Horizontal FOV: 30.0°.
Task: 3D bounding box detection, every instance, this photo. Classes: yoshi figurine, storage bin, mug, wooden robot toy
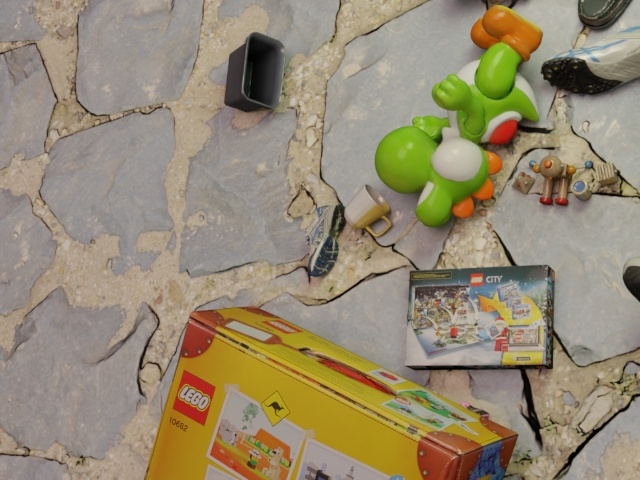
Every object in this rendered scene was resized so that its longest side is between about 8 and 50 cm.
[{"bbox_3d":[0.208,-0.207,1.952,0.203,0.203,0.362,23,87,46],"label":"yoshi figurine"},{"bbox_3d":[-0.123,-0.301,2.201,0.091,0.098,0.135,-14,65,52],"label":"storage bin"},{"bbox_3d":[0.078,-0.048,2.030,0.064,0.062,0.078,-42,54,18],"label":"mug"},{"bbox_3d":[0.376,-0.101,1.885,0.173,0.079,0.076,3,75,28],"label":"wooden robot toy"}]

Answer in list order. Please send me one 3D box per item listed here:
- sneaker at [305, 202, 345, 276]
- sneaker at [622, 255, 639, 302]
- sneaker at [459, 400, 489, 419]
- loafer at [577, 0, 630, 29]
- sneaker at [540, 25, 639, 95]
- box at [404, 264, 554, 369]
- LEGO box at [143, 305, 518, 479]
[{"bbox_3d":[0.000,0.000,2.064,0.058,0.052,0.135,5,69,38],"label":"sneaker"},{"bbox_3d":[0.628,0.040,1.694,0.384,0.145,0.147,2,67,16],"label":"sneaker"},{"bbox_3d":[0.227,0.299,1.830,0.057,0.047,0.119,17,47,15],"label":"sneaker"},{"bbox_3d":[0.485,-0.479,1.949,0.096,0.084,0.267,24,85,30],"label":"loafer"},{"bbox_3d":[0.471,-0.295,1.909,0.237,0.085,0.086,-9,41,28],"label":"sneaker"},{"bbox_3d":[0.252,0.124,1.894,0.233,0.044,0.159,-3,73,26],"label":"box"},{"bbox_3d":[-0.010,0.364,1.807,0.500,0.193,0.372,24,103,30],"label":"LEGO box"}]
